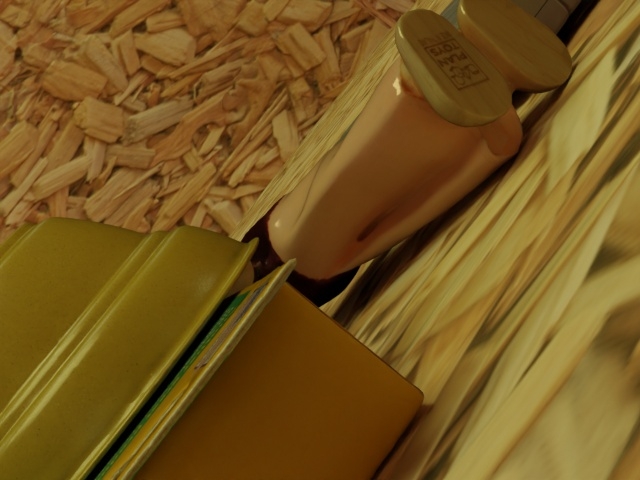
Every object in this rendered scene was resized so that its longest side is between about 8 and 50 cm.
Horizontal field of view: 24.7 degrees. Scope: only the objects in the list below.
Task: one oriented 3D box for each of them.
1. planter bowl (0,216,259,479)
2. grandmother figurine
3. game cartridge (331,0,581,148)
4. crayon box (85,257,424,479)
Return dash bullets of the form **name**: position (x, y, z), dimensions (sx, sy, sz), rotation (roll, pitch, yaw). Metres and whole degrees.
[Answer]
- **planter bowl**: position (-0.129, 0.056, 0.661), dimensions (0.217, 0.090, 0.217), rotation (-50, 5, 6)
- **grandmother figurine**: position (0.000, 0.000, 0.883), dimensions (0.207, 0.104, 0.342), rotation (-18, -24, -43)
- **game cartridge**: position (0.106, -0.133, 1.076), dimensions (0.230, 0.068, 0.355), rotation (-57, 7, -22)
- **crayon box**: position (-0.071, 0.125, 0.633), dimensions (0.203, 0.083, 0.323), rotation (-52, 5, -13)
